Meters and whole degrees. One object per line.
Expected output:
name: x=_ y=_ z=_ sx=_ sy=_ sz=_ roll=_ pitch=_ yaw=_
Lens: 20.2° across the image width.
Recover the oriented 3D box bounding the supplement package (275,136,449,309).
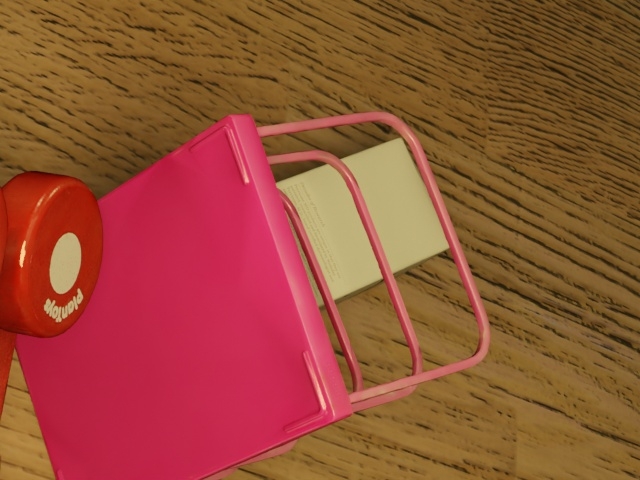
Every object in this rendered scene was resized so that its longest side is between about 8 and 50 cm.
supplement package: x=0.000 y=0.000 z=1.457 sx=0.179 sy=0.105 sz=0.105 roll=-23 pitch=85 yaw=-43

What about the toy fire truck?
toy fire truck: x=-0.262 y=0.071 z=1.044 sx=0.302 sy=0.169 sz=0.254 roll=9 pitch=90 yaw=-71

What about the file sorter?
file sorter: x=-0.055 y=0.055 z=1.260 sx=0.182 sy=0.290 sz=0.202 roll=-10 pitch=76 yaw=-45
